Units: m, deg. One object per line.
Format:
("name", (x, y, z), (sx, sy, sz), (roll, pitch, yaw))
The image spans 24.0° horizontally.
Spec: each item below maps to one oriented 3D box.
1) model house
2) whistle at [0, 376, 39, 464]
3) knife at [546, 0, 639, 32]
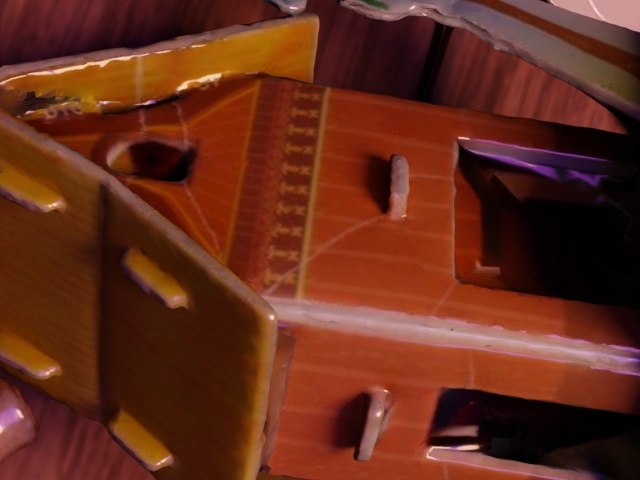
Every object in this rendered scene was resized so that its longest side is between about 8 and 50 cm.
("model house", (0.000, 0.000, 0.734), (0.323, 0.340, 0.300), (9, 131, -2))
("whistle", (-0.224, 0.135, 0.668), (0.220, 0.057, 0.107), (-34, 105, -22))
("knife", (0.165, -0.129, 0.845), (0.336, 0.043, 0.081), (48, 68, -17))
